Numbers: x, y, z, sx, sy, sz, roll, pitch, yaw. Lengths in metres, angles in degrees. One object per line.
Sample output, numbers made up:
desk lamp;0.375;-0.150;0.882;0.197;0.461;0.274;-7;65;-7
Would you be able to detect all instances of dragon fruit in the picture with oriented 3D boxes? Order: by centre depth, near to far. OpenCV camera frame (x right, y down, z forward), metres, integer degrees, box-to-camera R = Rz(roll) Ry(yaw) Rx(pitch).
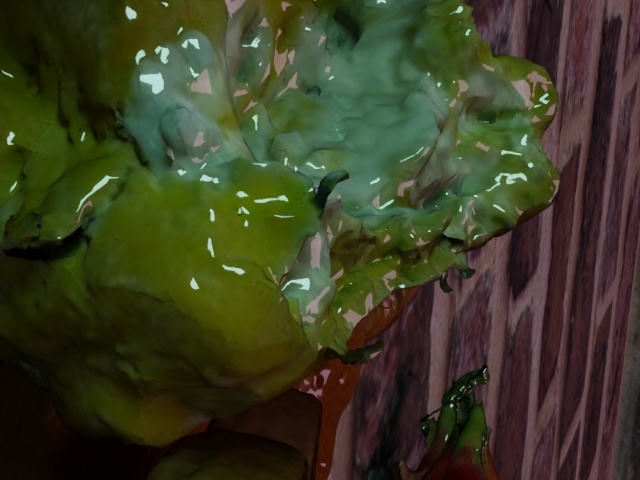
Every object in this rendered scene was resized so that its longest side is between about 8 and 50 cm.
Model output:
dragon fruit;0.105;0.211;1.025;0.135;0.137;0.236;69;43;-70

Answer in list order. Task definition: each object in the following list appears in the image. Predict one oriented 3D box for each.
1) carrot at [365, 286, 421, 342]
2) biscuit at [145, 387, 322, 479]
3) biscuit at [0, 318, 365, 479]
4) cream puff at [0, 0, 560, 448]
carrot;0.046;0.014;0.898;0.248;0.059;0.059;-52;146;-48
biscuit;-0.047;0.194;0.472;0.367;0.063;0.314;91;5;-65
biscuit;-0.066;0.108;0.623;0.284;0.043;0.306;-66;153;-21
cream puff;-0.045;-0.037;0.446;0.221;0.195;0.194;-26;124;-54
